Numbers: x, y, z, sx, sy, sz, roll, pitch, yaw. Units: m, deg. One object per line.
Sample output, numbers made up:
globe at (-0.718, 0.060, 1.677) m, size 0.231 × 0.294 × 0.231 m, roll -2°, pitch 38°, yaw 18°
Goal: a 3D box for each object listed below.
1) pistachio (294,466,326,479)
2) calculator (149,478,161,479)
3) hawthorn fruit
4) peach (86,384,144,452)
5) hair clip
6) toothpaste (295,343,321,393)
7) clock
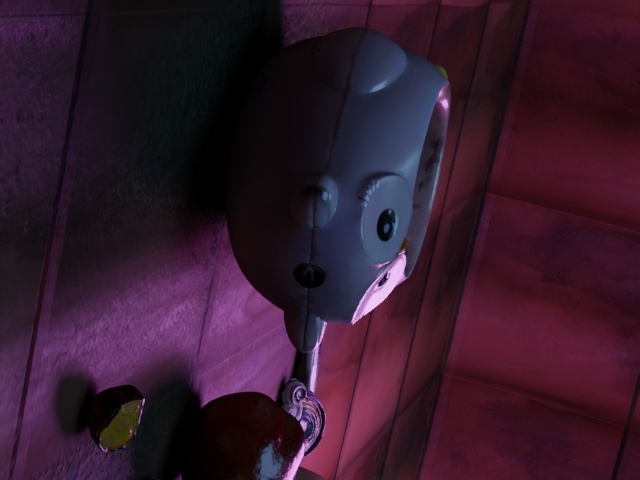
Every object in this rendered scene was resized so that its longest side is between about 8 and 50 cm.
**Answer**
pistachio at (-0.043, 0.523, 2.233) m, size 0.445 × 0.281 × 0.365 m, roll -16°, pitch 93°, yaw -82°
calculator at (-0.240, 0.411, 1.876) m, size 0.157 × 0.033 × 0.236 m, roll -29°, pitch 131°, yaw -69°
hawthorn fruit at (-0.111, 0.298, 1.993) m, size 0.169 × 0.169 × 0.188 m, roll 91°, pitch 19°, yaw -45°
peach at (-0.228, 0.194, 1.651) m, size 0.077 × 0.050 × 0.083 m, roll -50°, pitch 152°, yaw -4°
hair clip at (-0.043, 0.316, 2.457) m, size 0.116 × 0.049 × 0.172 m, roll 19°, pitch 92°, yaw -55°
toothpaste at (-0.018, 0.195, 2.478) m, size 0.060 × 0.038 × 0.233 m, roll -40°, pitch 140°, yaw -72°
clock at (0.008, -0.074, 1.875) m, size 0.377 × 0.250 × 0.368 m, roll -67°, pitch 166°, yaw -50°
